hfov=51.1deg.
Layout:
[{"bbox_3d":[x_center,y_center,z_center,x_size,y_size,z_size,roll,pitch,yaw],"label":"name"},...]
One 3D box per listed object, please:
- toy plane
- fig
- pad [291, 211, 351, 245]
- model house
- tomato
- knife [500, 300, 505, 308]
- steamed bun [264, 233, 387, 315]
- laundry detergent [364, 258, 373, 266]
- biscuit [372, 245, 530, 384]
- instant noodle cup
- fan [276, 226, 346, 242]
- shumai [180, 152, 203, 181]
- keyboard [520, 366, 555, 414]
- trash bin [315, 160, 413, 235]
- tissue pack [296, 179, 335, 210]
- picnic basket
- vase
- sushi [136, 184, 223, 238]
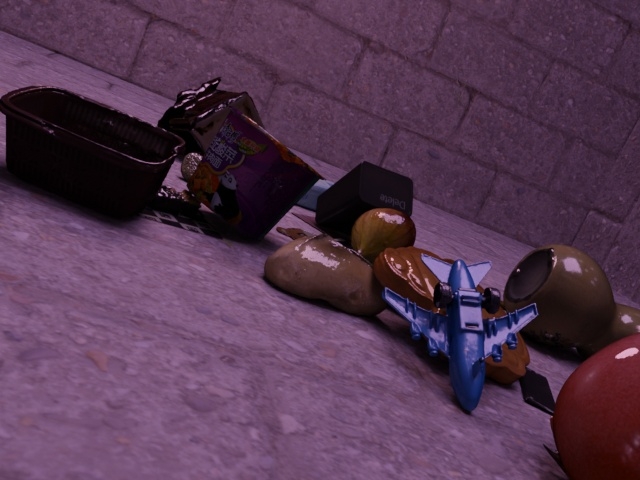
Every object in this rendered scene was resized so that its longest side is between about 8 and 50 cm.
[{"bbox_3d":[0.225,0.132,1.046,0.254,0.105,0.271,6,45,-4],"label":"toy plane"},{"bbox_3d":[0.122,-0.007,1.611,0.231,0.143,0.160,2,-7,-45],"label":"fig"},{"bbox_3d":[0.077,-0.021,1.898,0.202,0.005,0.300,33,15,36],"label":"pad"},{"bbox_3d":[-0.356,-0.335,2.059,0.283,0.297,0.317,21,46,32],"label":"model house"},{"bbox_3d":[0.478,0.244,0.849,0.342,0.272,0.341,23,12,-5],"label":"tomato"},{"bbox_3d":[0.597,0.213,1.831,0.343,0.027,0.061,24,7,-2],"label":"knife"},{"bbox_3d":[0.004,0.045,1.217,0.231,0.110,0.212,28,12,32],"label":"steamed bun"},{"bbox_3d":[0.132,0.088,1.395,0.211,0.063,0.137,24,8,12],"label":"laundry detergent"},{"bbox_3d":[0.256,0.127,1.240,0.351,0.057,0.312,22,28,-37],"label":"biscuit"},{"bbox_3d":[-0.143,-0.128,1.387,0.251,0.190,0.251,37,3,-2],"label":"instant noodle cup"},{"bbox_3d":[0.000,0.000,1.634,0.153,0.008,0.227,29,15,27],"label":"fan"},{"bbox_3d":[-0.312,-0.171,1.695,0.083,0.082,0.080,56,-18,12],"label":"shumai"},{"bbox_3d":[0.394,0.269,1.222,0.064,0.010,0.198,27,12,8],"label":"keyboard"},{"bbox_3d":[0.108,-0.096,1.761,0.165,0.115,0.225,17,-26,-28],"label":"trash bin"},{"bbox_3d":[-0.046,-0.156,2.061,0.263,0.089,0.177,15,13,-28],"label":"tissue pack"},{"bbox_3d":[-0.404,-0.154,1.174,0.297,0.129,0.222,23,23,-2],"label":"picnic basket"},{"bbox_3d":[0.593,0.165,1.645,0.302,0.240,0.329,33,-15,-13],"label":"vase"},{"bbox_3d":[-0.305,-0.084,1.317,0.215,0.050,0.192,16,14,-32],"label":"sushi"}]
